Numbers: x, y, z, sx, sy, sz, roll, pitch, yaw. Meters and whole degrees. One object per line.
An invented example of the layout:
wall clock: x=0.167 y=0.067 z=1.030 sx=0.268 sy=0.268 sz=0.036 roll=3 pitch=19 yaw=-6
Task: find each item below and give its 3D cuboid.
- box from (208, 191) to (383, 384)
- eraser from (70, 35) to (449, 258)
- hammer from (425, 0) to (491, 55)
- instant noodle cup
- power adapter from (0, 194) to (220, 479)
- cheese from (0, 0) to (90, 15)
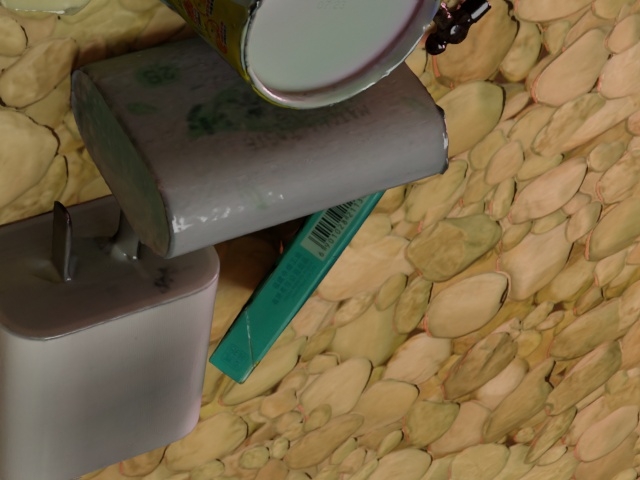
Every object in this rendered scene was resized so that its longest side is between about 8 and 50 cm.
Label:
box: x=0.000 y=0.000 z=1.538 sx=0.226 sy=0.042 sz=0.161 roll=-54 pitch=179 yaw=24
eraser: x=-0.044 y=-0.085 z=1.358 sx=0.227 sy=0.174 sz=0.081 roll=-17 pitch=141 yaw=-26
hammer: x=0.077 y=-0.208 z=1.459 sx=0.065 sy=0.021 sz=0.178 roll=-41 pitch=142 yaw=5
instant noodle cup: x=-0.015 y=-0.198 z=1.275 sx=0.205 sy=0.153 sz=0.205 roll=-24 pitch=144 yaw=-19
power adapter: x=-0.181 y=0.056 z=1.454 sx=0.187 sy=0.124 sz=0.255 roll=-19 pitch=141 yaw=-26
cheese: x=-0.159 y=-0.257 z=1.171 sx=0.127 sy=0.050 sz=0.255 roll=-1 pitch=130 yaw=-38
